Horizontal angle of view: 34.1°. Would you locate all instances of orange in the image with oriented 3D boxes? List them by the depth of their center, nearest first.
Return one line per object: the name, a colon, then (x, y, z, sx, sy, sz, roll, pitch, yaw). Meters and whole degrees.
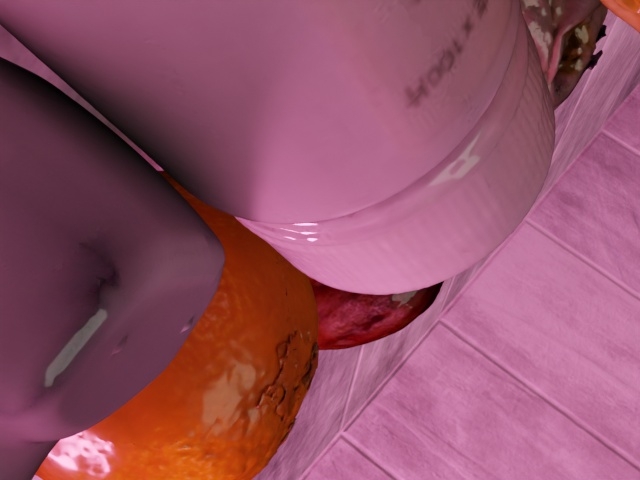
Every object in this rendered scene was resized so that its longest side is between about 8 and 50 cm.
orange: (-0.124, 0.068, 0.750, 0.246, 0.246, 0.246, -48, 163, -19)

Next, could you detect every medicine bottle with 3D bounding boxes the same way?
medicine bottle: (-0.023, -0.127, 0.481, 0.211, 0.211, 0.371, -52, 146, -5)

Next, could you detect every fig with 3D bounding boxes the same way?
fig: (0.009, -0.005, 1.002, 0.263, 0.224, 0.224, -46, 164, -2)

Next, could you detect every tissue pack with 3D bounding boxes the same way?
tissue pack: (-0.224, 0.061, 0.462, 0.333, 0.236, 0.229, -54, 173, 4)

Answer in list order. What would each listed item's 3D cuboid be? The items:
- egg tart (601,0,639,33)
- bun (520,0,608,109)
egg tart: (0.179, -0.299, 0.511, 0.178, 0.443, 0.443, -23, -177, 33)
bun: (0.172, -0.216, 1.031, 0.281, 0.205, 0.281, -47, 165, -17)
